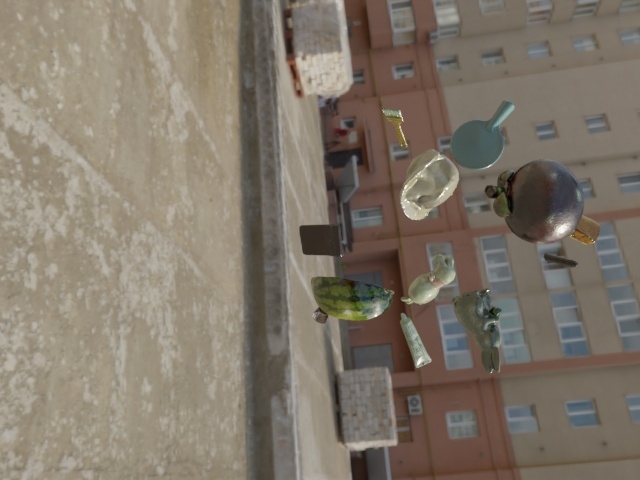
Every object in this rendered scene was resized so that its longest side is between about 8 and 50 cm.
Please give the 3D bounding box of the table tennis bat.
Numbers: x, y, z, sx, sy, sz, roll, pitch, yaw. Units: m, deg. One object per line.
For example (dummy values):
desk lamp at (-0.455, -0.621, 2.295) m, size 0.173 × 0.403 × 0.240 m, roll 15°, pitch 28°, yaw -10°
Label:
table tennis bat at (0.491, -0.318, 1.663) m, size 0.244 × 0.153 × 0.040 m, roll -51°, pitch 166°, yaw -4°

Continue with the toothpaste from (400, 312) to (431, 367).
toothpaste at (0.331, 0.354, 1.997) m, size 0.041 × 0.064 × 0.218 m, roll -121°, pitch -174°, yaw -75°

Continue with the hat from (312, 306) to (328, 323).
hat at (0.009, 0.255, 2.007) m, size 0.042 × 0.058 × 0.087 m, roll -47°, pitch 161°, yaw -58°

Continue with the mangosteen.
mangosteen at (0.532, -0.092, 1.378) m, size 0.216 × 0.216 × 0.216 m, roll -7°, pitch 90°, yaw -84°

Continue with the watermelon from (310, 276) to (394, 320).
watermelon at (0.102, 0.174, 1.931) m, size 0.159 × 0.303 × 0.128 m, roll -74°, pitch 168°, yaw -49°

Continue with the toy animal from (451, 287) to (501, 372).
toy animal at (0.469, 0.255, 1.618) m, size 0.108 × 0.138 × 0.236 m, roll -15°, pitch 89°, yaw -50°

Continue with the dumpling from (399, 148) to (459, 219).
dumpling at (0.350, -0.164, 1.803) m, size 0.243 × 0.227 × 0.175 m, roll 41°, pitch -7°, yaw -29°

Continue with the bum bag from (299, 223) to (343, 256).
bum bag at (0.000, 0.000, 1.829) m, size 0.026 × 0.159 × 0.109 m, roll -28°, pitch 113°, yaw -55°

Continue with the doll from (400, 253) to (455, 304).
doll at (0.454, 0.181, 2.314) m, size 0.155 × 0.275 × 0.113 m, roll 20°, pitch 25°, yaw -48°

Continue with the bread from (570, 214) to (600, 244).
bread at (0.711, -0.043, 1.555) m, size 0.074 × 0.132 × 0.053 m, roll -60°, pitch 179°, yaw -18°

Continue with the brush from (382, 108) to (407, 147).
brush at (0.316, -0.453, 2.272) m, size 0.010 × 0.082 × 0.218 m, roll -56°, pitch 140°, yaw -21°

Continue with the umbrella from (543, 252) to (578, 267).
umbrella at (0.931, 0.079, 2.168) m, size 0.036 × 0.133 × 0.031 m, roll 17°, pitch 92°, yaw -44°
